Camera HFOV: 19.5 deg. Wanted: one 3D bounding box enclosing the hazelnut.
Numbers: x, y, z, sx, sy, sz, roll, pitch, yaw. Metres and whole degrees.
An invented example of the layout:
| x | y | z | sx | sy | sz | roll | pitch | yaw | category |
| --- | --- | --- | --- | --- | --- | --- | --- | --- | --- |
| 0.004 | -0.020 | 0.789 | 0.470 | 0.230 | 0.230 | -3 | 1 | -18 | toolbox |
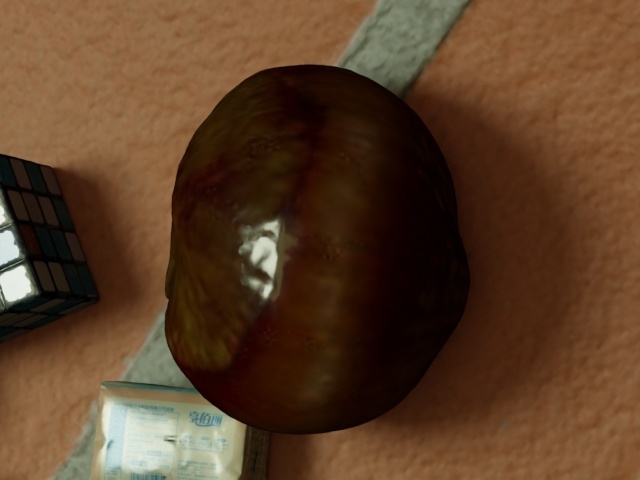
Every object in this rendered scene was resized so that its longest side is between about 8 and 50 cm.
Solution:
| x | y | z | sx | sy | sz | roll | pitch | yaw | category |
| --- | --- | --- | --- | --- | --- | --- | --- | --- | --- |
| 0.000 | 0.000 | 1.012 | 0.178 | 0.178 | 0.204 | -10 | 54 | 14 | hazelnut |

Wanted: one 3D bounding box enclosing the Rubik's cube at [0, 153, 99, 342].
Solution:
| x | y | z | sx | sy | sz | roll | pitch | yaw | category |
| --- | --- | --- | --- | --- | --- | --- | --- | --- | --- |
| -0.200 | 0.009 | 1.096 | 0.092 | 0.092 | 0.092 | -23 | 81 | 12 | Rubik's cube |

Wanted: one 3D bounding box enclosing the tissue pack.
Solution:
| x | y | z | sx | sy | sz | roll | pitch | yaw | category |
| --- | --- | --- | --- | --- | --- | --- | --- | --- | --- |
| -0.081 | 0.120 | 1.075 | 0.094 | 0.059 | 0.074 | 5 | 86 | 15 | tissue pack |
